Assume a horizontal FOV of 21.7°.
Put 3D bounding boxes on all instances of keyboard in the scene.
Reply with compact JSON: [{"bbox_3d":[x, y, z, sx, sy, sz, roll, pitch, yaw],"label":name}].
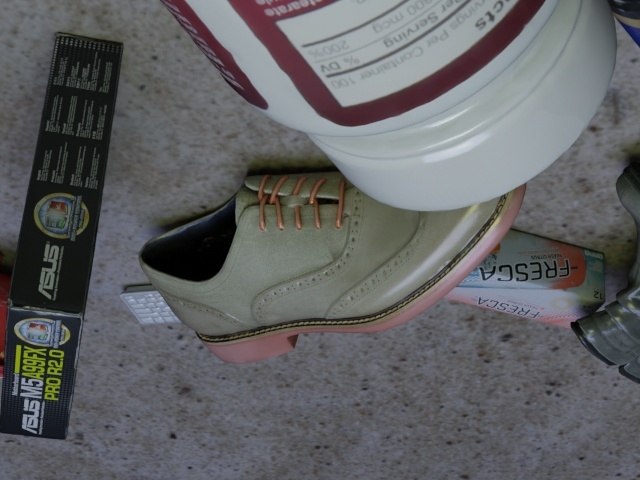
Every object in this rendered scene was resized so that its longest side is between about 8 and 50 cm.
[{"bbox_3d":[-0.072,0.060,1.698,0.256,0.014,0.072,-5,145,14],"label":"keyboard"}]

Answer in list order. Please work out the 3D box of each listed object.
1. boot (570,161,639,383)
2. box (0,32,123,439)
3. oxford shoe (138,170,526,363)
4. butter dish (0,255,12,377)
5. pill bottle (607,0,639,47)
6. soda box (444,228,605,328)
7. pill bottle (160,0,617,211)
[{"bbox_3d":[0.293,0.044,1.519,0.161,0.083,0.246,-38,134,12],"label":"boot"},{"bbox_3d":[-0.217,-0.001,1.397,0.060,0.270,0.216,8,147,-7],"label":"box"},{"bbox_3d":[0.000,0.000,1.495,0.397,0.140,0.146,-26,129,34],"label":"oxford shoe"},{"bbox_3d":[-0.335,0.068,1.661,0.160,0.118,0.160,2,-173,0],"label":"butter dish"},{"bbox_3d":[0.299,-0.160,1.230,0.123,0.122,0.219,-19,139,31],"label":"pill bottle"},{"bbox_3d":[0.176,0.029,1.583,0.183,0.058,0.063,13,145,-14],"label":"soda box"},{"bbox_3d":[0.001,-0.196,0.858,0.224,0.224,0.392,-13,143,24],"label":"pill bottle"}]
